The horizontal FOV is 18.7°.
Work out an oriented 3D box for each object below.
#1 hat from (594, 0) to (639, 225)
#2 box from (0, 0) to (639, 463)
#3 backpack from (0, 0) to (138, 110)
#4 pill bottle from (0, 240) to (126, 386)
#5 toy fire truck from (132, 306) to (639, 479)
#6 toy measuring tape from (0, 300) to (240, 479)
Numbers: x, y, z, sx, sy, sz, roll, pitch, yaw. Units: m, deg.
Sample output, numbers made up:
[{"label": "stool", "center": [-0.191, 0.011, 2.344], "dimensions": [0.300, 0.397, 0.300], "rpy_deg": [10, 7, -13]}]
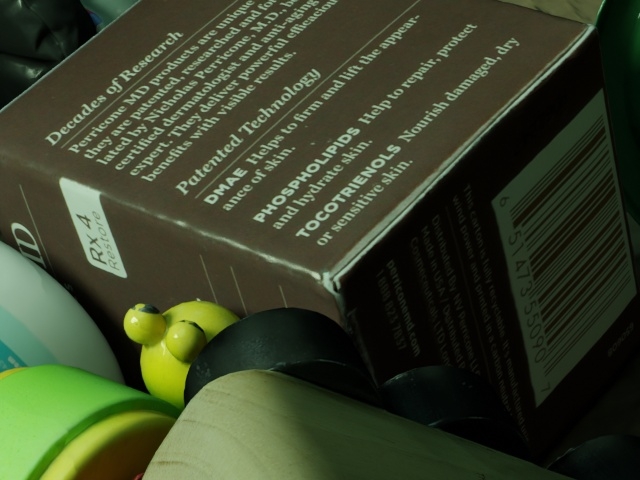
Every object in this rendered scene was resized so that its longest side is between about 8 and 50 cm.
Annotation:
[{"label": "hat", "center": [0.215, -0.027, 0.732], "dimensions": [0.173, 0.208, 0.183], "rpy_deg": [-39, 21, 6]}, {"label": "box", "center": [0.000, 0.000, 0.802], "dimensions": [0.203, 0.168, 0.167], "rpy_deg": [20, 51, 38]}, {"label": "backpack", "center": [-0.113, -0.126, 1.039], "dimensions": [0.115, 0.152, 0.182], "rpy_deg": [24, 48, 20]}, {"label": "pill bottle", "center": [-0.197, 0.122, 0.741], "dimensions": [0.146, 0.146, 0.264], "rpy_deg": [10, 45, 30]}, {"label": "toy fire truck", "center": [0.012, 0.180, 0.595], "dimensions": [0.246, 0.217, 0.158], "rpy_deg": [-55, 35, 19]}, {"label": "toy measuring tape", "center": [-0.119, 0.151, 0.636], "dimensions": [0.121, 0.121, 0.330], "rpy_deg": [17, 65, 35]}]
